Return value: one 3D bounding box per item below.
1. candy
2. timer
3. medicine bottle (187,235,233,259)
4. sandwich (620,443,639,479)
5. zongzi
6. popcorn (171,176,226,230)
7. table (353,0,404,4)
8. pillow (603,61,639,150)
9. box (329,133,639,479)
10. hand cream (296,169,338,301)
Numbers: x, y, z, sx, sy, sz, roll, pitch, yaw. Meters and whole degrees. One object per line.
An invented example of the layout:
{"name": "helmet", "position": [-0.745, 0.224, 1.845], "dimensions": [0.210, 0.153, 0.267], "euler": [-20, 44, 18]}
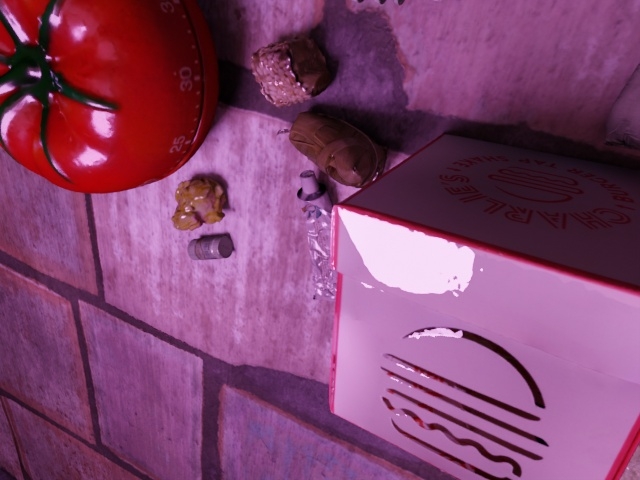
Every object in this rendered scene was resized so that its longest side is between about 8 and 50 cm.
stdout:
{"name": "candy", "position": [-0.045, -0.250, 0.683], "dimensions": [0.110, 0.085, 0.095], "euler": [-6, 117, 41]}
{"name": "timer", "position": [-0.340, -0.265, 0.712], "dimensions": [0.378, 0.279, 0.378], "euler": [11, 116, 23]}
{"name": "medicine bottle", "position": [-0.222, 0.016, 0.929], "dimensions": [0.083, 0.047, 0.047], "euler": [-4, 112, 30]}
{"name": "sandwich", "position": [0.400, 0.307, 0.716], "dimensions": [0.251, 0.087, 0.226], "euler": [-16, 103, 36]}
{"name": "zongzi", "position": [-0.002, -0.140, 0.655], "dimensions": [0.189, 0.178, 0.081], "euler": [32, 107, 11]}
{"name": "popcorn", "position": [-0.233, -0.071, 0.872], "dimensions": [0.109, 0.089, 0.097], "euler": [-57, 46, 26]}
{"name": "table", "position": [0.086, -0.343, 0.493], "dimensions": [0.167, 0.198, 0.166], "euler": [12, 119, 22]}
{"name": "pillow", "position": [0.383, -0.128, 0.440], "dimensions": [0.051, 0.229, 0.128], "euler": [11, 112, -20]}
{"name": "box", "position": [0.215, 0.073, 0.551], "dimensions": [0.314, 0.312, 0.300], "euler": [19, 124, 27]}
{"name": "hand cream", "position": [0.002, -0.002, 0.801], "dimensions": [0.084, 0.050, 0.257], "euler": [3, 121, 29]}
